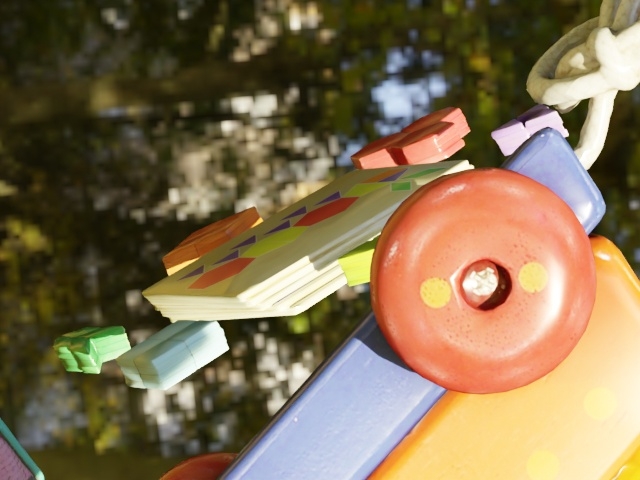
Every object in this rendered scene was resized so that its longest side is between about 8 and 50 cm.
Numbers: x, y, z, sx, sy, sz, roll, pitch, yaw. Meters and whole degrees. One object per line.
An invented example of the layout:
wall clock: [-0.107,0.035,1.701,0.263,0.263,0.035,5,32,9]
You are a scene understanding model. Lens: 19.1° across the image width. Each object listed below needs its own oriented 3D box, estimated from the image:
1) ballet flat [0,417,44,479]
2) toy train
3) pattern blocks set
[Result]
ballet flat: [-0.122,0.114,0.713,0.077,0.079,0.221,19,-22,36]
toy train: [0.072,0.038,0.392,0.143,0.248,0.105,42,3,1]
pattern blocks set: [0.000,0.000,1.112,0.026,0.325,0.285,66,-19,-12]
